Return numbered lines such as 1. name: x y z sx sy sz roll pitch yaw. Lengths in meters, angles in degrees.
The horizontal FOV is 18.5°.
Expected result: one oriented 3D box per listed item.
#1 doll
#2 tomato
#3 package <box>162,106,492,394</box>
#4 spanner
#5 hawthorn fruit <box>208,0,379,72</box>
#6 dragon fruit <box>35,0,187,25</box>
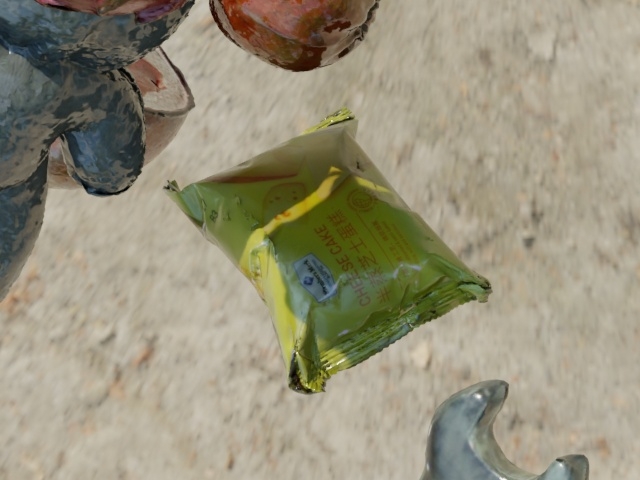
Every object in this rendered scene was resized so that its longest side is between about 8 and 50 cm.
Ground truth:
1. doll: -0.217 -0.116 1.283 0.246 0.158 0.340 15 122 -24
2. tomato: -0.231 -0.130 1.724 0.155 0.180 0.214 -53 51 25
3. package: 0.000 0.000 1.387 0.168 0.226 0.090 -26 142 -18
4. spanner: -0.006 0.129 0.672 0.254 0.015 0.054 -43 79 34
5. hawthorn fruit: -0.017 -0.168 1.292 0.128 0.128 0.128 1 106 5
6. dragon fruit: -0.123 -0.189 1.067 0.136 0.133 0.166 17 141 35
